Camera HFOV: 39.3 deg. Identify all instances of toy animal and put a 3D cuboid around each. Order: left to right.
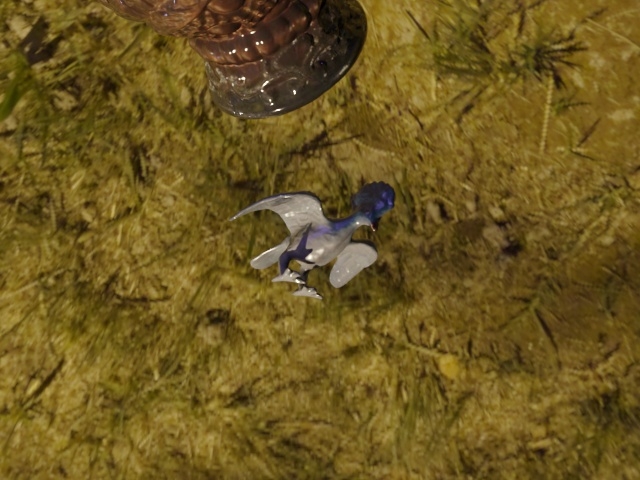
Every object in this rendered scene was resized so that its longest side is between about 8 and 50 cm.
[{"bbox_3d":[0.000,0.000,1.310,0.239,0.256,0.176,42,63,-35],"label":"toy animal"}]

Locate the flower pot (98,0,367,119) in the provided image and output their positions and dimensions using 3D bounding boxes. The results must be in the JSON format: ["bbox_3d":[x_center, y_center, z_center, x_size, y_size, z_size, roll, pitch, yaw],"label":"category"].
[{"bbox_3d":[-0.089,-0.277,0.892,0.267,0.266,0.267,-27,132,9],"label":"flower pot"}]
